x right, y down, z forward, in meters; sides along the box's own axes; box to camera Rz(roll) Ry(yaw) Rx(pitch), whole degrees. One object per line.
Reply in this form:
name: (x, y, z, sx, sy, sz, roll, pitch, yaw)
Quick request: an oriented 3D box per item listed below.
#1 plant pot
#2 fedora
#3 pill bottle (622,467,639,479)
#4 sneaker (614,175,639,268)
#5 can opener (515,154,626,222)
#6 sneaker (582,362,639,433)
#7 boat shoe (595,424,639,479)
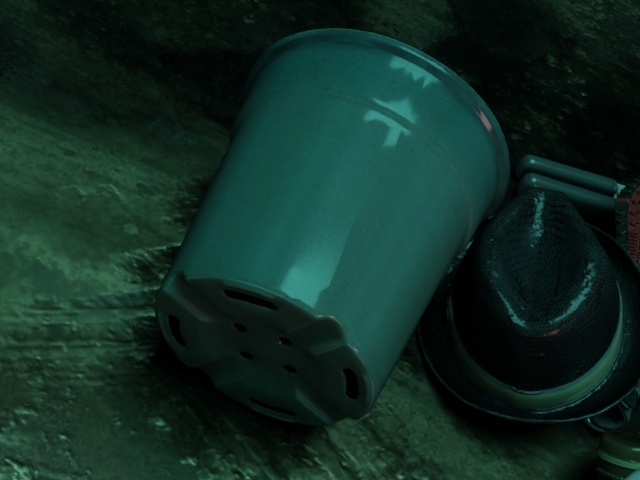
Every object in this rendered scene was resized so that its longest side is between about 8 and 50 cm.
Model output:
plant pot: (0.000, 0.000, 1.170, 0.341, 0.341, 0.334, 29, 54, -2)
fedora: (0.268, 0.054, 1.291, 0.334, 0.152, 0.334, -3, 50, 3)
pill bottle: (0.414, 0.405, 1.072, 0.334, 0.188, 0.188, 38, 45, 26)
sneaker: (0.457, 0.021, 1.491, 0.104, 0.125, 0.262, 14, 58, 22)
can opener: (0.432, -0.075, 1.586, 0.280, 0.093, 0.074, 13, 50, -10)
sneaker: (0.415, 0.185, 1.361, 0.268, 0.101, 0.153, 18, 49, -4)
boat shoe: (0.422, 0.282, 1.304, 0.257, 0.095, 0.095, 5, 8, -38)
